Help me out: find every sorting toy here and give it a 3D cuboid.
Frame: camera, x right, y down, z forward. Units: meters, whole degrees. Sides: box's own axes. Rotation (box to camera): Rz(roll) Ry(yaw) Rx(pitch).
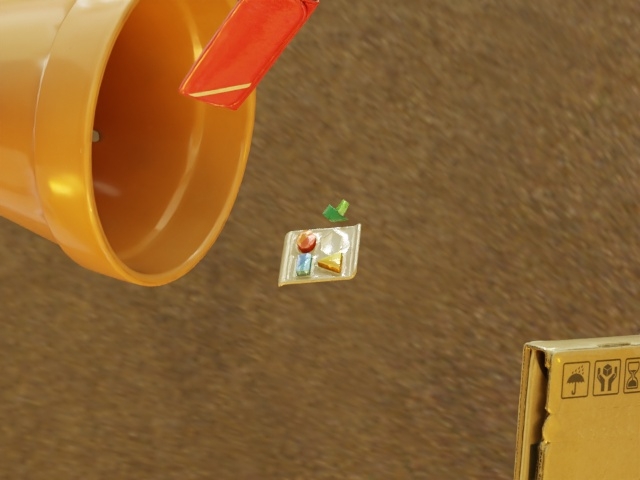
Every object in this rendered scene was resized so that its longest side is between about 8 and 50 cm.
[{"bbox_3d":[0.000,0.000,1.502,0.062,0.012,0.083,-8,41,14],"label":"sorting toy"}]

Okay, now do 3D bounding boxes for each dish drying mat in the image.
[{"bbox_3d":[-0.033,-0.087,0.901,0.083,0.032,0.008,-48,30,46],"label":"dish drying mat"}]

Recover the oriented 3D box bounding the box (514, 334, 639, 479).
[{"bbox_3d":[0.170,0.124,0.930,0.021,0.201,0.164,12,101,54],"label":"box"}]

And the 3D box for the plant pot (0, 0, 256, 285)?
[{"bbox_3d":[-0.216,-0.116,1.827,0.203,0.291,0.291,9,82,26],"label":"plant pot"}]
